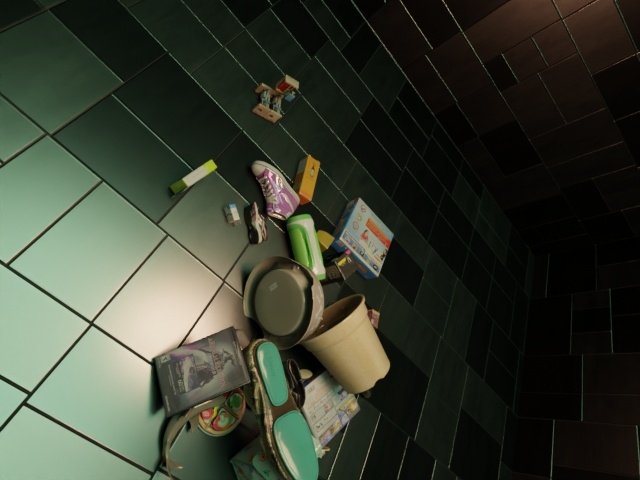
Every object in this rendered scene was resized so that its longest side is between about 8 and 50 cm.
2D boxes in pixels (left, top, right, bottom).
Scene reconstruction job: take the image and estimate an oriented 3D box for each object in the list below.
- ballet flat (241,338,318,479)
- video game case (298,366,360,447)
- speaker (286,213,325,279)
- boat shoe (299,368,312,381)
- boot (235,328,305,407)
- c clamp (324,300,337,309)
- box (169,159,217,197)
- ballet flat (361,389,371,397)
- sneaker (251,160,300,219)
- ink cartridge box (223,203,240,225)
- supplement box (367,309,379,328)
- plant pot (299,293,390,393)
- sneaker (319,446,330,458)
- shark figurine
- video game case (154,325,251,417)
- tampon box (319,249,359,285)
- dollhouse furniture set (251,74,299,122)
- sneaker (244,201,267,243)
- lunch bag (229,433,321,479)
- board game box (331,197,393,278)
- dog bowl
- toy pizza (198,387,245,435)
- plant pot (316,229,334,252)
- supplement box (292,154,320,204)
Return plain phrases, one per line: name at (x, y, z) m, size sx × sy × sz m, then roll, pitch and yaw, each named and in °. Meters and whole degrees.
ballet flat at (-0.157, 0.569, 1.338) m, size 0.164 × 0.182 × 0.482 m, roll -3°, pitch 64°, yaw -49°
video game case at (0.024, 0.682, 1.716) m, size 0.270 × 0.061 × 0.244 m, roll -25°, pitch 91°, yaw -44°
speaker at (-0.064, 0.039, 1.809) m, size 0.131 × 0.131 × 0.296 m, roll -7°, pitch 81°, yaw -43°
boat shoe at (-0.092, 0.567, 1.666) m, size 0.137 × 0.049 × 0.043 m, roll -4°, pitch 121°, yaw -45°
boot at (-0.189, 0.454, 1.478) m, size 0.337 × 0.223 × 0.118 m, roll 66°, pitch 27°, yaw -9°
c clamp at (0.069, 0.357, 1.899) m, size 0.161 × 0.022 × 0.137 m, roll 41°, pitch 47°, yaw -23°
box at (-0.485, -0.234, 1.533) m, size 0.042 × 0.109 × 0.178 m, roll 57°, pitch 47°, yaw -17°
ballet flat at (0.188, 0.652, 1.896) m, size 0.058 × 0.049 × 0.172 m, roll -21°, pitch 90°, yaw 1°
sneaker at (-0.216, -0.210, 1.778) m, size 0.282 × 0.102 × 0.161 m, roll 45°, pitch 54°, yaw -22°
ink cartridge box at (-0.357, -0.100, 1.646) m, size 0.028 × 0.048 × 0.083 m, roll -16°, pitch 87°, yaw -44°
supplement box at (0.259, 0.395, 2.038) m, size 0.055 × 0.043 × 0.083 m, roll 34°, pitch 55°, yaw -30°
plant pot at (0.116, 0.440, 1.677) m, size 0.334 × 0.334 × 0.305 m, roll -37°, pitch 97°, yaw -43°
sneaker at (0.002, 0.868, 1.661) m, size 0.084 × 0.032 × 0.036 m, roll 5°, pitch 86°, yaw -36°
shark figurine at (-0.438, 0.587, 1.289) m, size 0.166 × 0.116 × 0.278 m, roll 37°, pitch 58°, yaw -9°
video game case at (-0.382, 0.417, 1.307) m, size 0.275 × 0.026 × 0.195 m, roll -22°, pitch 64°, yaw -4°
tampon box at (0.069, 0.125, 1.876) m, size 0.120 × 0.161 × 0.101 m, roll -37°, pitch 101°, yaw -43°
dollhouse furniture set at (-0.210, -0.663, 1.874) m, size 0.129 × 0.184 × 0.129 m, roll 19°, pitch 64°, yaw -37°
sneaker at (-0.266, -0.072, 1.717) m, size 0.077 × 0.072 × 0.178 m, roll -3°, pitch 86°, yaw -55°
lunch bag at (-0.146, 0.757, 1.400) m, size 0.224 × 0.262 × 0.159 m, roll -25°, pitch 94°, yaw -43°
board game box at (0.220, -0.011, 2.110) m, size 0.308 × 0.086 × 0.301 m, roll 45°, pitch 51°, yaw -22°
dog bowl at (-0.137, 0.233, 1.546) m, size 0.102 × 0.349 × 0.347 m, roll 10°, pitch 69°, yaw -54°
toy pizza at (-0.349, 0.582, 1.435) m, size 0.202 × 0.032 × 0.201 m, roll 15°, pitch 66°, yaw -38°
plant pot at (0.000, 0.000, 1.917) m, size 0.083 × 0.081 × 0.081 m, roll 44°, pitch 51°, yaw -9°
supplement box at (-0.072, -0.292, 1.950) m, size 0.078 × 0.080 × 0.233 m, roll 31°, pitch 59°, yaw -32°
